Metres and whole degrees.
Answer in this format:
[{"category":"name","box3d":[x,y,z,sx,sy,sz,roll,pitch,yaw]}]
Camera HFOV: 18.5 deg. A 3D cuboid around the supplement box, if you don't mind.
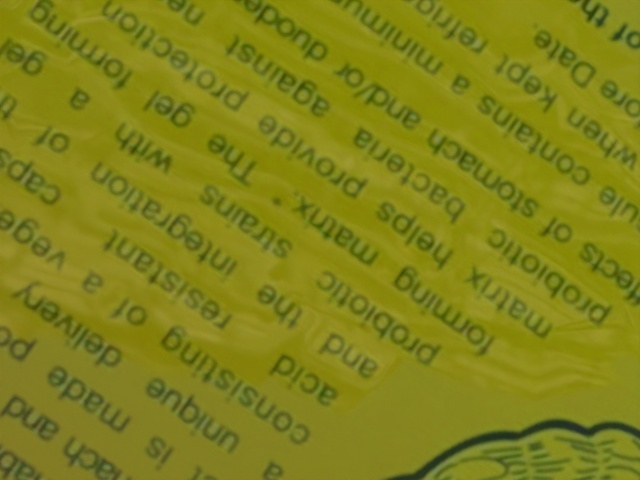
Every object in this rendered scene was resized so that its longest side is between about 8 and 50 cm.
[{"category":"supplement box","box3d":[0.000,0.000,0.486,0.356,0.195,0.194,-55,-176,-12]}]
